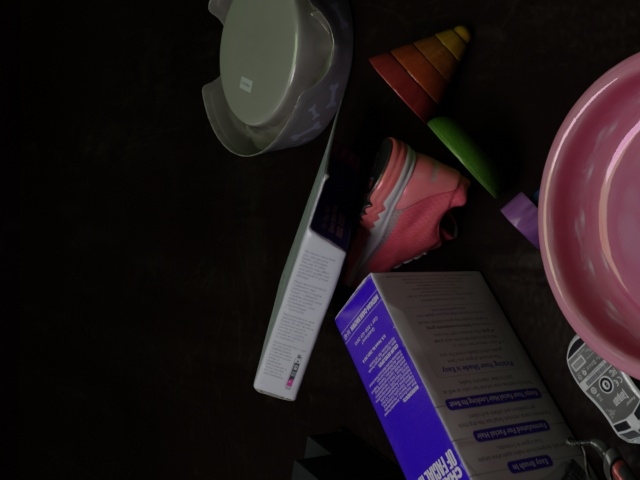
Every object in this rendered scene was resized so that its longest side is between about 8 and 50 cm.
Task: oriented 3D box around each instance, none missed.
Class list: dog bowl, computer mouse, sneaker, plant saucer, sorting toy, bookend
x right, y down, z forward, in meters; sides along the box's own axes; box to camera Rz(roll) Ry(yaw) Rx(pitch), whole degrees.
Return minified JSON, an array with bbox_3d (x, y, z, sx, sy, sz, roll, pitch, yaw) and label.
[{"bbox_3d":[-0.073,-0.309,1.522,0.349,0.102,0.348,-1,89,56],"label":"dog bowl"},{"bbox_3d":[0.336,0.174,0.985,0.193,0.042,0.106,60,140,28],"label":"computer mouse"},{"bbox_3d":[0.109,-0.006,1.250,0.314,0.136,0.116,110,177,-60],"label":"sneaker"},{"bbox_3d":[0.362,-0.024,0.909,0.332,0.084,0.332,0,91,56],"label":"plant saucer"},{"bbox_3d":[0.204,-0.152,1.151,0.126,0.127,0.365,-43,53,10],"label":"sorting toy"},{"bbox_3d":[0.010,0.342,1.350,0.156,0.157,0.072,25,110,52],"label":"bookend"}]

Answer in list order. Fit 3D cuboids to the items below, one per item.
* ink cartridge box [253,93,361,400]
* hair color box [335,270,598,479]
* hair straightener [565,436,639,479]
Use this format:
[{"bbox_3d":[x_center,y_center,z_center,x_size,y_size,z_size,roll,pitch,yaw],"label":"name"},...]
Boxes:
[{"bbox_3d":[0.000,0.000,1.302,0.324,0.071,0.330,-78,8,-62],"label":"ink cartridge box"},{"bbox_3d":[0.171,0.198,1.095,0.110,0.185,0.338,-57,46,38],"label":"hair color box"},{"bbox_3d":[0.324,0.302,0.960,0.230,0.047,0.089,54,147,30],"label":"hair straightener"}]
